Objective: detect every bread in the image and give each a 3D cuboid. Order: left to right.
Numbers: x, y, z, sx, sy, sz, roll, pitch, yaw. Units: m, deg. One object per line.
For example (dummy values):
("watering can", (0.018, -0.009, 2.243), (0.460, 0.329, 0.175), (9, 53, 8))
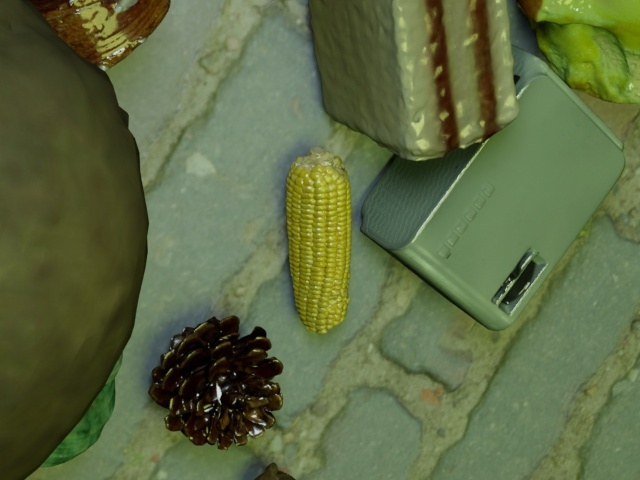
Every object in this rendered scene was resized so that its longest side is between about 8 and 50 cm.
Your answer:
("bread", (-0.206, -0.196, 1.374), (0.160, 0.160, 0.073), (-40, 120, -11))

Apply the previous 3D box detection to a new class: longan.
("longan", (-0.333, 0.012, 1.219), (0.404, 0.404, 0.436), (8, 131, -36))

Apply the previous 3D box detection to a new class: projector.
("projector", (0.185, -0.056, 1.739), (0.198, 0.108, 0.250), (36, 89, -40))

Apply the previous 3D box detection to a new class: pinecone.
("pinecone", (-0.097, 0.147, 1.645), (0.140, 0.121, 0.140), (-21, 131, -26))

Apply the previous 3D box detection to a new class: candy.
("candy", (0.077, -0.242, 1.524), (0.135, 0.179, 0.321), (-24, 124, -23))

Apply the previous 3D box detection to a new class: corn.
("corn", (0.000, 0.000, 1.668), (0.067, 0.067, 0.206), (-18, 122, -26))

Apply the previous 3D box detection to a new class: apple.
("apple", (0.326, -0.260, 1.638), (0.246, 0.226, 0.246), (-4, 97, -36))

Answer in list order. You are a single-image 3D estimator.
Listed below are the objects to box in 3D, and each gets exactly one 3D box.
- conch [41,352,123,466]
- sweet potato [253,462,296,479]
("conch", (-0.270, 0.129, 1.522), (0.188, 0.122, 0.176), (-37, 104, -17))
("sweet potato", (-0.015, 0.350, 1.835), (0.075, 0.075, 0.273), (-38, 131, -12))
